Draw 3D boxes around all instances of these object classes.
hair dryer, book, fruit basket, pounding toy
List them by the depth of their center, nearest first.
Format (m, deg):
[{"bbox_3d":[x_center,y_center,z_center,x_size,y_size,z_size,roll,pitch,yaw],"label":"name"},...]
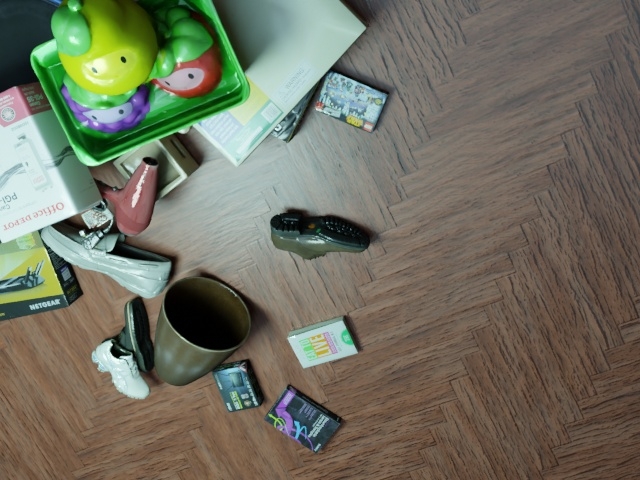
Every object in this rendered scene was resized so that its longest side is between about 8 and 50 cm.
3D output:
[{"bbox_3d":[-0.343,-0.317,1.496,0.392,0.392,0.282,-19,104,18],"label":"fruit basket"},{"bbox_3d":[-0.468,-0.097,1.795,0.294,0.080,0.223,-24,122,17],"label":"hair dryer"},{"bbox_3d":[-0.354,-0.214,1.840,0.206,0.094,0.181,-34,100,21],"label":"pounding toy"},{"bbox_3d":[0.007,0.245,1.968,0.144,0.035,0.096,-19,109,17],"label":"book"}]

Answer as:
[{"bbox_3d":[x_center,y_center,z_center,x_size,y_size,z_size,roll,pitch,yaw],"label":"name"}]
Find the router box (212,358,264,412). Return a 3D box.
[{"bbox_3d":[-0.206,0.363,2.053,0.092,0.038,0.122,-15,106,18],"label":"router box"}]

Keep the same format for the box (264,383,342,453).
[{"bbox_3d":[-0.044,0.447,2.054,0.162,0.029,0.116,32,113,-2],"label":"box"}]

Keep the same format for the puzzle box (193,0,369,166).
[{"bbox_3d":[-0.136,-0.381,1.671,0.272,0.052,0.409,44,113,-6],"label":"puzzle box"}]

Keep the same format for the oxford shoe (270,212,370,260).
[{"bbox_3d":[0.000,0.000,1.861,0.227,0.082,0.096,10,131,9],"label":"oxford shoe"}]

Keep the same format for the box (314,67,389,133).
[{"bbox_3d":[0.066,-0.297,1.752,0.137,0.027,0.094,23,114,3],"label":"box"}]

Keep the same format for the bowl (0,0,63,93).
[{"bbox_3d":[-0.601,-0.351,1.759,0.391,0.077,0.391,4,111,12],"label":"bowl"}]

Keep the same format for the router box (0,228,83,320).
[{"bbox_3d":[-0.781,0.071,2.049,0.309,0.081,0.242,-13,106,17],"label":"router box"}]

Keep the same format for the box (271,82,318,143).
[{"bbox_3d":[-0.146,-0.396,1.737,0.322,0.079,0.257,30,112,0],"label":"box"}]

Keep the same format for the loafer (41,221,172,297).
[{"bbox_3d":[-0.506,0.024,1.961,0.320,0.112,0.111,25,109,-6],"label":"loafer"}]

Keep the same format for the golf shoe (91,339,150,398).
[{"bbox_3d":[-0.479,0.317,2.022,0.176,0.069,0.086,44,122,-9],"label":"golf shoe"}]

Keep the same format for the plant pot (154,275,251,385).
[{"bbox_3d":[-0.307,0.241,1.957,0.215,0.215,0.230,33,128,-1],"label":"plant pot"}]

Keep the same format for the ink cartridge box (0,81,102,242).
[{"bbox_3d":[-0.619,-0.163,1.722,0.207,0.117,0.283,-20,101,18],"label":"ink cartridge box"}]

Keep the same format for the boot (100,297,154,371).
[{"bbox_3d":[-0.502,0.239,2.057,0.137,0.077,0.197,2,109,17],"label":"boot"}]
